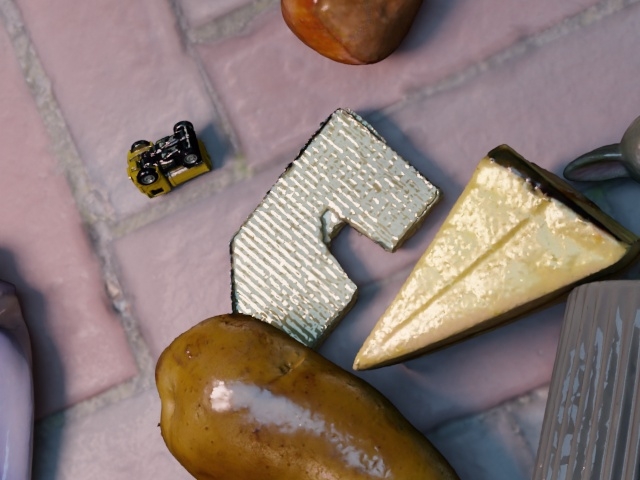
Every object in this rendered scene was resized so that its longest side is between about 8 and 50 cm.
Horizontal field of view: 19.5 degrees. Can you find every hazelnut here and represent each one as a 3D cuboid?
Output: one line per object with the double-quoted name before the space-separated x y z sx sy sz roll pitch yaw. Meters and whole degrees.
"hazelnut" 0.032 -0.256 1.901 0.150 0.150 0.150 -2 83 14

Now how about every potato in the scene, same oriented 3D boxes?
"potato" -0.008 0.213 1.823 0.369 0.176 0.195 32 99 10

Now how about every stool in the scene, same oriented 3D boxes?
"stool" 0.328 0.218 1.689 0.297 0.297 0.330 5 79 14

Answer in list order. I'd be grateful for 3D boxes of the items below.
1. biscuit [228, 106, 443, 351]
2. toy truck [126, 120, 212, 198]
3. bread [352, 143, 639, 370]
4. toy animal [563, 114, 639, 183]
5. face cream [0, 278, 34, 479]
"biscuit" 0.000 0.000 1.911 0.147 0.046 0.250 39 93 13
"toy truck" -0.161 -0.081 1.955 0.083 0.054 0.049 -24 52 10
"bread" 0.179 0.059 1.792 0.163 0.168 0.264 36 102 17
"toy animal" 0.359 -0.107 1.818 0.108 0.138 0.236 50 121 6
"face cream" -0.400 0.209 1.964 0.235 0.137 0.420 4 94 17
